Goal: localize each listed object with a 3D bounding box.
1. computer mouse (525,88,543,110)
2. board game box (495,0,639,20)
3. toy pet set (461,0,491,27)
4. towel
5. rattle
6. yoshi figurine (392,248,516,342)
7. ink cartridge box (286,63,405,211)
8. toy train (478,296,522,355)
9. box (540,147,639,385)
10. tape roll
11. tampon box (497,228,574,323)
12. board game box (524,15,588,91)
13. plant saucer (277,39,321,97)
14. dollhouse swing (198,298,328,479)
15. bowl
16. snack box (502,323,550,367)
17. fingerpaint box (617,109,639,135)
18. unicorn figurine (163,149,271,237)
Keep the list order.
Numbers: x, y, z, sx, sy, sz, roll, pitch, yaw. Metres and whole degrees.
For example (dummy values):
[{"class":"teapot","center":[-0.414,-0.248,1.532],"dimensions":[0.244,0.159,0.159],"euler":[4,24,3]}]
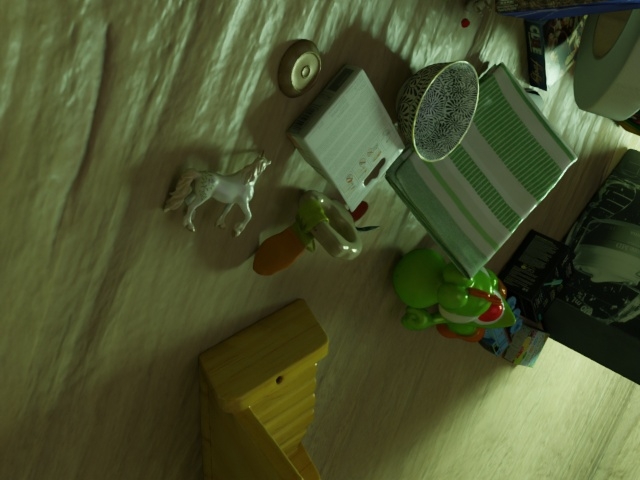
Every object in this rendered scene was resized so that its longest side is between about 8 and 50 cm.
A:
[{"class":"computer mouse","center":[0.382,-0.254,1.723],"dimensions":[0.193,0.042,0.106],"euler":[-15,124,-46]},{"class":"board game box","center":[0.392,-0.489,1.329],"dimensions":[0.141,0.232,0.291],"euler":[-10,100,-48]},{"class":"toy pet set","center":[0.244,-0.423,1.436],"dimensions":[0.114,0.065,0.122],"euler":[-29,145,16]},{"class":"towel","center":[0.286,-0.130,1.569],"dimensions":[0.325,0.038,0.248],"euler":[-44,100,-22]},{"class":"rattle","center":[0.000,0.000,1.402],"dimensions":[0.143,0.130,0.199],"euler":[-58,174,15]},{"class":"yoshi figurine","center":[0.242,0.091,1.726],"dimensions":[0.203,0.204,0.362],"euler":[-21,163,12]},{"class":"ink cartridge box","center":[0.043,-0.153,1.350],"dimensions":[0.145,0.045,0.179],"euler":[-51,139,-14]},{"class":"toy train","center":[0.391,0.178,2.013],"dimensions":[0.105,0.080,0.184],"euler":[-45,143,-11]},{"class":"box","center":[0.855,0.099,2.188],"dimensions":[0.472,0.479,0.297],"euler":[-52,143,-13]},{"class":"tape roll","center":[0.542,-0.400,1.531],"dimensions":[0.392,0.072,0.392],"euler":[-164,-90,-89]},{"class":"tampon box","center":[0.488,0.082,2.042],"dimensions":[0.161,0.101,0.120],"euler":[-51,145,-15]},{"class":"board game box","center":[0.484,-0.427,1.729],"dimensions":[0.243,0.042,0.165],"euler":[-46,143,-20]},{"class":"plant saucer","center":[-0.025,-0.236,1.246],"dimensions":[0.083,0.015,0.083],"euler":[-31,136,-36]},{"class":"dollhouse swing","center":[-0.026,0.345,1.405],"dimensions":[0.315,0.305,0.347],"euler":[-27,132,-38]},{"class":"bowl","center":[0.175,-0.220,1.452],"dimensions":[0.170,0.080,0.170],"euler":[-31,136,-35]},{"class":"snack box","center":[0.522,0.266,2.273],"dimensions":[0.141,0.037,0.100],"euler":[20,99,-55]},{"class":"fingerpaint box","center":[0.788,-0.468,1.980],"dimensions":[0.371,0.163,0.445],"euler":[19,99,-54]},{"class":"unicorn figurine","center":[-0.125,-0.064,1.200],"dimensions":[0.162,0.060,0.111],"euler":[0,115,-52]}]
